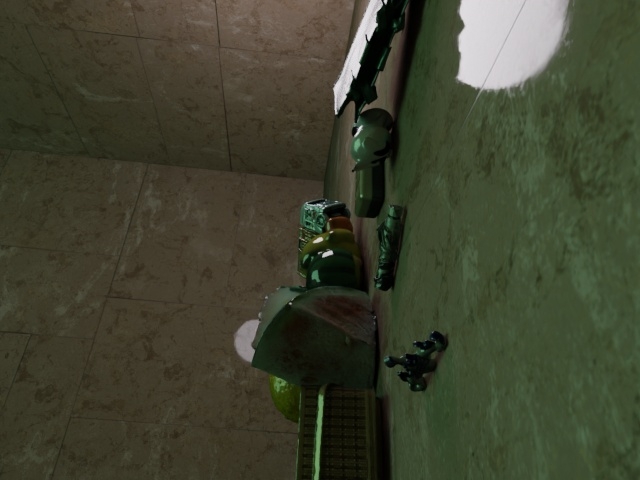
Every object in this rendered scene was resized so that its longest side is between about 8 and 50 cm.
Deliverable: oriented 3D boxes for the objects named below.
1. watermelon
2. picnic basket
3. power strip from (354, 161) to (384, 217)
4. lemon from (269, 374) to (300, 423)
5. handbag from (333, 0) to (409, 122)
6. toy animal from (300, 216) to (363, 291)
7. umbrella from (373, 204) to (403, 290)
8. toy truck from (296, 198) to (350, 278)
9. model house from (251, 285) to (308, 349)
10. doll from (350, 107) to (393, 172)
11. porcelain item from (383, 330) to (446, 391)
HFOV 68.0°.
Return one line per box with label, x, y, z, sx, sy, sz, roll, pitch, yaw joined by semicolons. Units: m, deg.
watermelon;0.035;0.262;1.151;0.258;0.387;0.228;46;114;35
picnic basket;0.038;0.461;1.031;0.312;0.176;0.227;93;179;-57
power strip;0.133;-0.194;1.318;0.105;0.070;0.256;102;174;-61
lemon;-0.023;0.397;1.412;0.257;0.258;0.310;99;174;-48
handbag;0.127;-0.464;1.132;0.238;0.090;0.326;-84;16;-54
toy animal;0.034;0.078;1.471;0.338;0.191;0.215;-88;-8;-60
umbrella;0.141;0.017;0.999;0.046;0.050;0.188;-136;48;-58
toy truck;0.000;0.000;1.707;0.162;0.136;0.305;23;119;40
model house;-0.097;0.373;1.892;0.284;0.244;0.298;65;-148;-41
doll;0.128;-0.251;1.174;0.180;0.107;0.110;-84;3;-48
porcelain item;0.129;0.177;0.693;0.021;0.075;0.136;-87;3;-48
